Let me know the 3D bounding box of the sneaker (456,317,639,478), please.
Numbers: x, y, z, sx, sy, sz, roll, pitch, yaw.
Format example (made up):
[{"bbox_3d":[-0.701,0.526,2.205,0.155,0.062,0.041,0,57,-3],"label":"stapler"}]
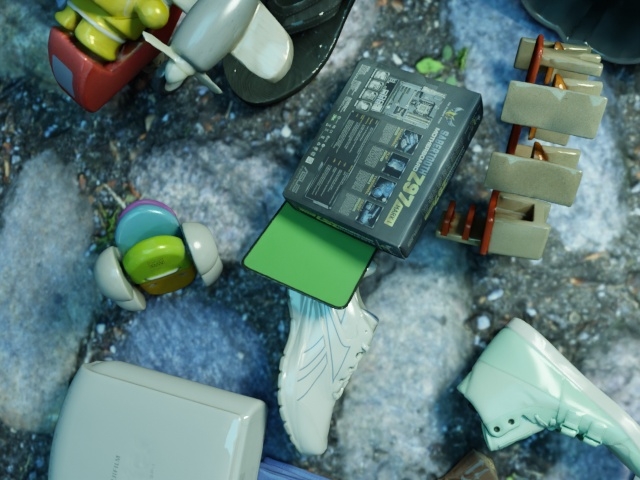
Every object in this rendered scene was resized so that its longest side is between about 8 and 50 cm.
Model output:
[{"bbox_3d":[0.295,0.239,0.778,0.151,0.094,0.256,-46,70,-1],"label":"sneaker"}]

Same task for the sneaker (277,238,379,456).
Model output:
[{"bbox_3d":[0.012,0.147,0.835,0.129,0.111,0.297,4,88,6],"label":"sneaker"}]

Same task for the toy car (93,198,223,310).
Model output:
[{"bbox_3d":[-0.230,0.010,0.852,0.159,0.182,0.136,-19,77,-9],"label":"toy car"}]

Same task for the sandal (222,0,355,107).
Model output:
[{"bbox_3d":[-0.003,-0.396,0.864,0.168,0.107,0.445,37,94,11],"label":"sandal"}]

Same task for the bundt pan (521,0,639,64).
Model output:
[{"bbox_3d":[0.375,-0.361,0.696,0.331,0.331,0.124,34,75,11],"label":"bundt pan"}]

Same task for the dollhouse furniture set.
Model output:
[{"bbox_3d":[0.234,-0.112,0.743,0.135,0.262,0.259,14,121,13],"label":"dollhouse furniture set"}]

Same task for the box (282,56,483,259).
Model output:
[{"bbox_3d":[0.084,-0.115,0.818,0.183,0.059,0.232,25,81,25],"label":"box"}]

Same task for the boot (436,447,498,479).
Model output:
[{"bbox_3d":[0.203,0.351,0.823,0.114,0.037,0.106,-38,83,2],"label":"boot"}]

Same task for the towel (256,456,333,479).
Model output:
[{"bbox_3d":[-0.020,0.499,0.860,0.243,0.040,0.335,15,92,10],"label":"towel"}]

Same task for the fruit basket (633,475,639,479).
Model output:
[{"bbox_3d":[0.579,0.231,0.690,0.327,0.165,0.353,23,109,32],"label":"fruit basket"}]

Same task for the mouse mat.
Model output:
[{"bbox_3d":[0.000,0.000,0.832,0.153,0.007,0.189,23,49,12],"label":"mouse mat"}]

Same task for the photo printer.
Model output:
[{"bbox_3d":[-0.241,0.312,0.855,0.308,0.107,0.256,11,89,20],"label":"photo printer"}]

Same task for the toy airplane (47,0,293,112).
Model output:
[{"bbox_3d":[-0.229,-0.368,0.770,0.386,0.272,0.384,0,103,26],"label":"toy airplane"}]
